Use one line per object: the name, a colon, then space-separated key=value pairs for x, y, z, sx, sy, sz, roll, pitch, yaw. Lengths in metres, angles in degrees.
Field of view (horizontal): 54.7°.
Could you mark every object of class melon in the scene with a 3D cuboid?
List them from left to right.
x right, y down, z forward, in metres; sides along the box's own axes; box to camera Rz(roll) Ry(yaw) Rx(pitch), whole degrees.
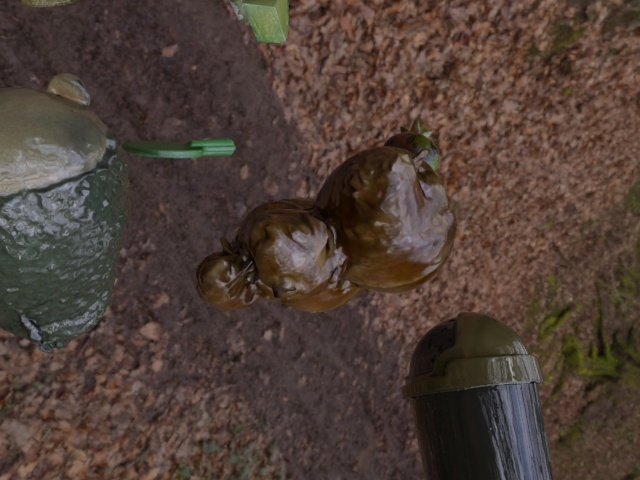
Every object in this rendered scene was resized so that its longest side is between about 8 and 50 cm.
melon: x=-0.198 y=-0.664 z=1.712 sx=0.202 sy=0.093 sz=0.139 roll=-27 pitch=160 yaw=-36
melon: x=-0.092 y=-0.414 z=0.966 sx=0.118 sy=0.064 sz=0.209 roll=28 pitch=56 yaw=-80

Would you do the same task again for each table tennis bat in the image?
table tennis bat: x=-0.296 y=-0.197 z=1.330 sx=0.257 sy=0.160 sz=0.039 roll=-10 pitch=112 yaw=-41

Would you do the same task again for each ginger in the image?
ginger: x=0.008 y=-0.005 z=0.709 sx=0.274 sy=0.357 sz=0.152 roll=0 pitch=73 yaw=-37

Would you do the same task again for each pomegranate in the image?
pomegranate: x=0.242 y=-0.242 z=1.653 sx=0.156 sy=0.156 sz=0.220 roll=74 pitch=25 yaw=-59

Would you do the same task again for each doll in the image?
doll: x=-0.338 y=-0.026 z=0.735 sx=0.247 sy=0.247 sz=0.349 roll=-51 pitch=158 yaw=-41

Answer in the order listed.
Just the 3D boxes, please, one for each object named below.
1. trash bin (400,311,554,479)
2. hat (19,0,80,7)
trash bin: x=0.234 y=0.273 z=0.926 sx=0.214 sy=0.214 sz=0.334 roll=38 pitch=43 yaw=-69
hat: x=-0.417 y=-0.427 z=0.992 sx=0.146 sy=0.146 sz=0.067 roll=-35 pitch=114 yaw=-57
